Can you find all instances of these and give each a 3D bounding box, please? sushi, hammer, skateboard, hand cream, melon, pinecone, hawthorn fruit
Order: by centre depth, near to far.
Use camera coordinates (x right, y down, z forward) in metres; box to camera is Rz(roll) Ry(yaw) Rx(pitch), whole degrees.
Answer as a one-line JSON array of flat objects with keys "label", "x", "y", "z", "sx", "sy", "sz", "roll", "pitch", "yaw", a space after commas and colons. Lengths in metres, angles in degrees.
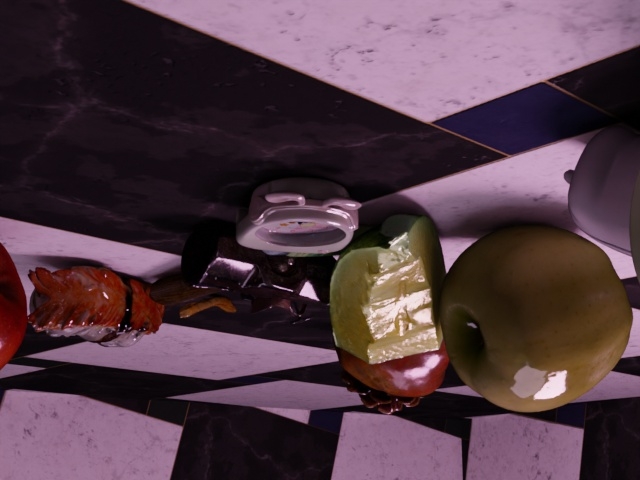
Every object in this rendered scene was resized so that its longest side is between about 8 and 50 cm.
[{"label": "melon", "x": 0.108, "y": 0.052, "z": 1.438, "sx": 0.196, "sy": 0.124, "sz": 0.323, "roll": -19, "pitch": 142, "yaw": -9}, {"label": "hand cream", "x": 0.000, "y": 0.000, "z": 1.442, "sx": 0.175, "sy": 0.046, "sz": 0.095, "roll": 3, "pitch": 155, "yaw": -22}, {"label": "hammer", "x": -0.174, "y": 0.058, "z": 1.622, "sx": 0.242, "sy": 0.095, "sz": 0.409, "roll": 11, "pitch": 166, "yaw": -33}, {"label": "sushi", "x": -0.383, "y": 0.118, "z": 1.723, "sx": 0.130, "sy": 0.124, "sz": 0.332, "roll": -13, "pitch": 163, "yaw": 16}, {"label": "skateboard", "x": -0.065, "y": 0.109, "z": 1.736, "sx": 0.067, "sy": 0.080, "sz": 0.151, "roll": -21, "pitch": 171, "yaw": 35}, {"label": "hawthorn fruit", "x": 0.127, "y": 0.181, "z": 1.861, "sx": 0.248, "sy": 0.208, "sz": 0.208, "roll": 21, "pitch": 160, "yaw": -11}, {"label": "pinecone", "x": 0.149, "y": 0.257, "z": 2.115, "sx": 0.207, "sy": 0.208, "sz": 0.208, "roll": 0, "pitch": 164, "yaw": 0}]

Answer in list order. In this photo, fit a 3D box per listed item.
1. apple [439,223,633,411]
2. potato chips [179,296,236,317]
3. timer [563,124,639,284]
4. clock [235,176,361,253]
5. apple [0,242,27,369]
[{"label": "apple", "x": 0.305, "y": 0.105, "z": 1.425, "sx": 0.279, "sy": 0.279, "sz": 0.279, "roll": 0, "pitch": 164, "yaw": 0}, {"label": "potato chips", "x": -0.212, "y": 0.124, "z": 1.858, "sx": 0.026, "sy": 0.037, "sz": 0.204, "roll": -18, "pitch": 173, "yaw": 18}, {"label": "timer", "x": 0.384, "y": -0.038, "z": 1.013, "sx": 0.290, "sy": 0.291, "sz": 0.315, "roll": 10, "pitch": -175, "yaw": -30}, {"label": "clock", "x": -0.025, "y": -0.034, "z": 1.295, "sx": 0.151, "sy": 0.062, "sz": 0.191, "roll": 5, "pitch": 163, "yaw": -13}, {"label": "apple", "x": -0.542, "y": 0.092, "z": 1.403, "sx": 0.216, "sy": 0.260, "sz": 0.260, "roll": -24, "pitch": 164, "yaw": -3}]
